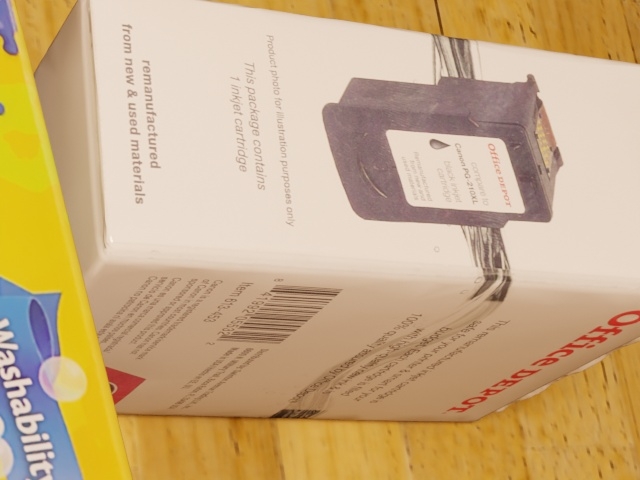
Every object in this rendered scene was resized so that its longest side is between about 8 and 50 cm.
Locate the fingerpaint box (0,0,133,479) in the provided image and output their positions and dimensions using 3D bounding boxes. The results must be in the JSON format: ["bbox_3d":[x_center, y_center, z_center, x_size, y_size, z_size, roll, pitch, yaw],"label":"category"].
[{"bbox_3d":[-0.252,0.054,0.387,0.371,0.163,0.445,-2,59,-29],"label":"fingerpaint box"}]

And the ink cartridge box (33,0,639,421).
[{"bbox_3d":[0.000,0.000,0.579,0.237,0.172,0.100,4,66,-26],"label":"ink cartridge box"}]
